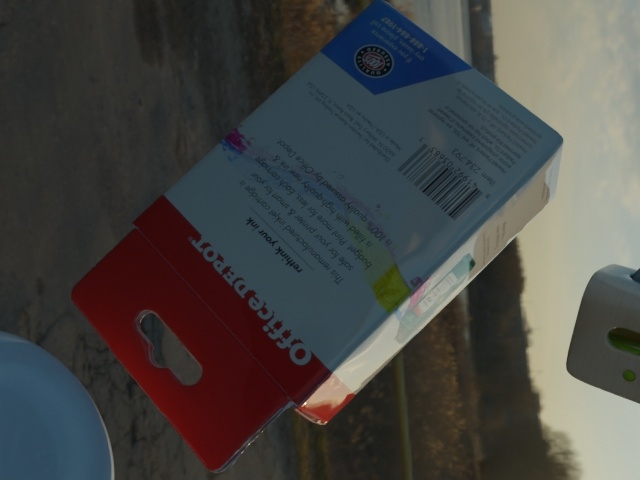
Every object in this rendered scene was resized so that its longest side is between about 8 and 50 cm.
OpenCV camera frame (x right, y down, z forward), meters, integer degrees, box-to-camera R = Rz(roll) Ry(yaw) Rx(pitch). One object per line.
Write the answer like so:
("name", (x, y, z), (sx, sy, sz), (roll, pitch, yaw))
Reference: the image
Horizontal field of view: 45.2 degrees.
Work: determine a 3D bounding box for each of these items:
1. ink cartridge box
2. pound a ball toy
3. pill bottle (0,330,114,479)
("ink cartridge box", (0.000, 0.000, 0.414), (0.134, 0.231, 0.078), (45, -6, 22))
("pound a ball toy", (0.400, 0.117, 0.712), (0.208, 0.319, 0.135), (-9, 113, -54))
("pill bottle", (-0.184, 0.121, 0.320), (0.103, 0.184, 0.103), (47, 22, -26))
